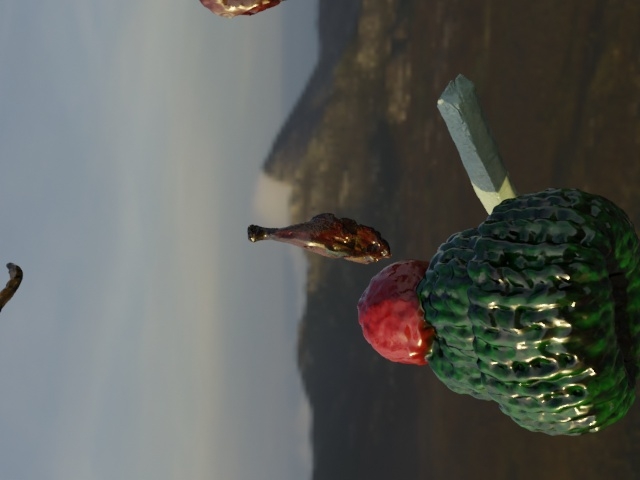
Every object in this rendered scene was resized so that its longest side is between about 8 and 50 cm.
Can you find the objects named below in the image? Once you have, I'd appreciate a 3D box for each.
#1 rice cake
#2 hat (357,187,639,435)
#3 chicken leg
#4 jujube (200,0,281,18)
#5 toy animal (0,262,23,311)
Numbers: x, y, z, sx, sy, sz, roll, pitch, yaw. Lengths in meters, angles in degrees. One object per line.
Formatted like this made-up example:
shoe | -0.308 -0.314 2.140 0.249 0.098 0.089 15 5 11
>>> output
rice cake | 0.194 -0.104 1.578 0.045 0.042 0.245 -58 -37 -22
hat | 0.184 0.081 1.458 0.242 0.332 0.274 -28 -66 -58
chicken leg | 0.002 -0.002 1.295 0.062 0.145 0.037 143 134 -59
jujube | -0.087 -0.427 1.843 0.342 0.216 0.216 -69 -16 -54
toy animal | -0.287 0.098 0.995 0.114 0.116 0.255 110 -174 -51
